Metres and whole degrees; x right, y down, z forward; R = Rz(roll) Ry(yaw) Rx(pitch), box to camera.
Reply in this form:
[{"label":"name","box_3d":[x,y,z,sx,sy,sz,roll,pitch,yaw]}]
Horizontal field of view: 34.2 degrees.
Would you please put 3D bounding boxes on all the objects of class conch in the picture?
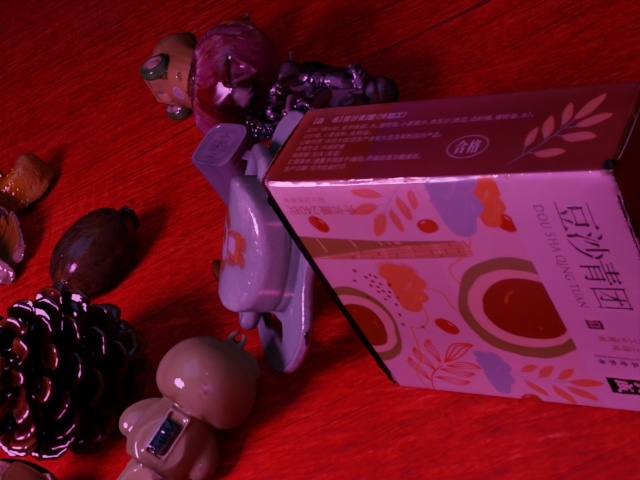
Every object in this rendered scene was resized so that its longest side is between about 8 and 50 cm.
[{"label":"conch","box_3d":[-0.641,0.001,1.908,0.245,0.163,0.178,28,82,19]}]

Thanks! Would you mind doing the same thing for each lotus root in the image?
[{"label":"lotus root","box_3d":[-0.377,0.025,1.706,0.120,0.120,0.209,7,51,42]}]

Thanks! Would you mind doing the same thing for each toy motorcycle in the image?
[{"label":"toy motorcycle","box_3d":[-0.005,-0.190,1.606,0.207,0.134,0.401,7,29,20]}]

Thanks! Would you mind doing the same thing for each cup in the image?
[{"label":"cup","box_3d":[-0.117,-0.110,1.648,0.128,0.129,0.095,11,62,41]}]

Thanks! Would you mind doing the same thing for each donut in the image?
[{"label":"donut","box_3d":[-0.624,-0.103,2.074,0.181,0.078,0.146,-9,40,32]}]

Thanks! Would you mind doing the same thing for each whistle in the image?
[{"label":"whistle","box_3d":[-0.179,0.242,1.318,0.141,0.141,0.294,29,86,51]}]

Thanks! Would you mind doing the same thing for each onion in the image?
[{"label":"onion","box_3d":[-0.143,-0.257,1.761,0.207,0.201,0.200,-53,32,18]}]

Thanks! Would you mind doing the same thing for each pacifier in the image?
[{"label":"pacifier","box_3d":[0.000,0.000,1.362,0.269,0.343,0.288,3,24,-22]}]

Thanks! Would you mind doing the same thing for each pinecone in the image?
[{"label":"pinecone","box_3d":[-0.376,0.177,1.388,0.246,0.292,0.246,-2,84,18]}]

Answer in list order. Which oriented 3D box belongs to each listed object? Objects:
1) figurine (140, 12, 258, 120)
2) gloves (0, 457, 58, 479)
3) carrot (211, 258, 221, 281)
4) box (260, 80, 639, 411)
[{"label":"figurine","box_3d":[-0.197,-0.334,1.979,0.325,0.124,0.222,14,54,42]},{"label":"gloves","box_3d":[-0.410,0.416,1.248,0.141,0.154,0.331,-5,37,12]},{"label":"carrot","box_3d":[-0.131,0.062,1.539,0.036,0.035,0.165,-37,33,-4]},{"label":"box","box_3d":[0.183,0.019,1.078,0.385,0.344,0.122,0,47,38]}]
